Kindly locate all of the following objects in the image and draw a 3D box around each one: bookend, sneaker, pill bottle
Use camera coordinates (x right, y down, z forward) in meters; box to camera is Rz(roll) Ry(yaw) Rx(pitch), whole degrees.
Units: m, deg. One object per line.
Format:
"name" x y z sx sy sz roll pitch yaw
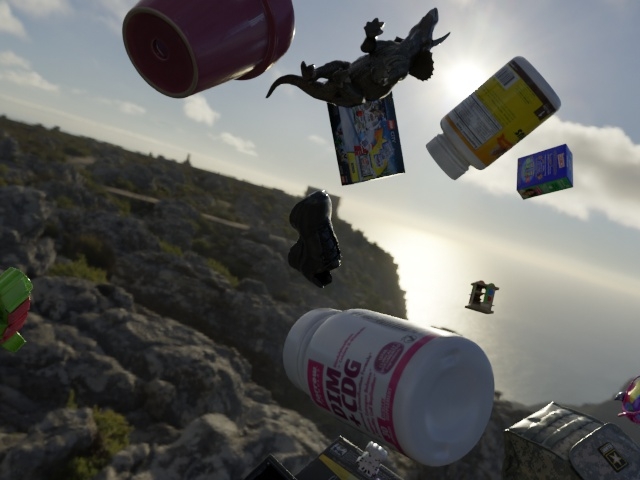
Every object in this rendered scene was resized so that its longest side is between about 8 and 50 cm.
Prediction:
"bookend" -0.092 0.469 1.053 0.156 0.157 0.072 19 -37 57
"sneaker" 0.000 0.000 1.465 0.109 0.286 0.130 -30 58 -23
"pill bottle" 0.077 0.181 0.853 0.161 0.160 0.283 13 -3 -34
"pill bottle" 0.288 -0.201 1.066 0.117 0.215 0.117 42 22 -21

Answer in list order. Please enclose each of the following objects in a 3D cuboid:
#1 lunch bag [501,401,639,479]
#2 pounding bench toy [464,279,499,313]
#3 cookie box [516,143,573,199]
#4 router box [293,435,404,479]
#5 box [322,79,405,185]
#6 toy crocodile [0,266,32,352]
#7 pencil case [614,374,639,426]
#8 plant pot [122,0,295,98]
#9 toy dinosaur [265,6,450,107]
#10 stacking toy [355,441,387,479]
"lunch bag" 0.620 0.531 1.504 0.235 0.168 0.287 -12 17 -37
"pounding bench toy" 0.348 0.118 1.332 0.052 0.065 0.083 16 -8 2
"cookie box" 0.469 -0.143 1.310 0.107 0.091 0.040 -15 -41 39
"router box" 0.101 0.689 1.675 0.309 0.080 0.243 28 27 27
"box" 0.100 -0.250 1.403 0.159 0.232 0.044 -15 8 -33
"toy crocodile" -0.696 0.161 1.382 0.105 0.340 0.115 40 47 -4
"pencil case" 0.633 0.323 1.075 0.236 0.104 0.104 32 5 2
"plant pot" -0.165 -0.296 0.869 0.202 0.201 0.180 18 48 26
"toy dinosaur" 0.066 -0.264 1.020 0.314 0.120 0.160 -26 -16 18
"stacking toy" 0.127 0.421 0.959 0.221 0.052 0.167 32 20 12
